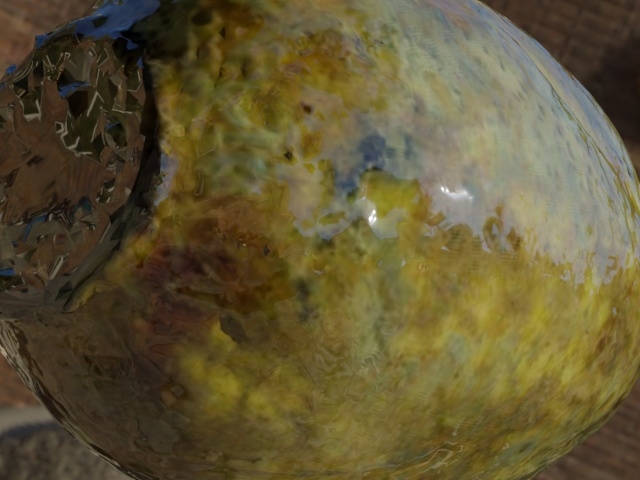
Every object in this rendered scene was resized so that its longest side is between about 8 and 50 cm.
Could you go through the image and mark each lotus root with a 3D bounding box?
[{"bbox_3d":[0.000,0.000,0.710,0.250,0.250,0.346,23,4,35],"label":"lotus root"}]
